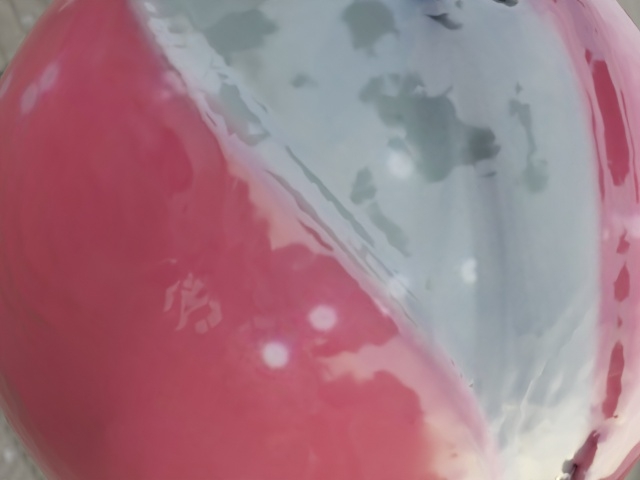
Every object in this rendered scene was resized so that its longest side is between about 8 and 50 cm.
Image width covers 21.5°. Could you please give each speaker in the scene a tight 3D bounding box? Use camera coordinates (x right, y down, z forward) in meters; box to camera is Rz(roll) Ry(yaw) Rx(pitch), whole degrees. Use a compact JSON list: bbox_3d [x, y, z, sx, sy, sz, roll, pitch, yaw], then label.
[{"bbox_3d":[0.000,0.000,0.665,0.294,0.294,0.294,48,33,-47],"label":"speaker"}]
